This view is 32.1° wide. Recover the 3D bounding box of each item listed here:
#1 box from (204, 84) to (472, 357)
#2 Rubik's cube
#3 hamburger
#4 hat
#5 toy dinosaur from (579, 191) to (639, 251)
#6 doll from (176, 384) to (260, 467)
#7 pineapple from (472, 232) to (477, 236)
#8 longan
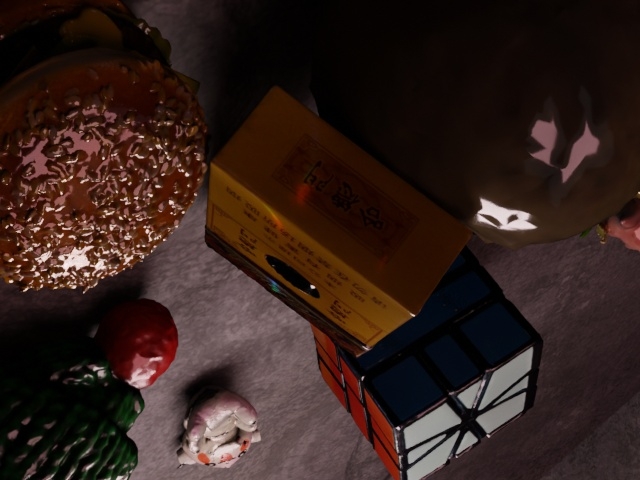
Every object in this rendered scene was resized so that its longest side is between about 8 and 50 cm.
[{"bbox_3d":[0.000,0.000,1.293,0.115,0.264,0.415,-54,180,-14],"label":"box"},{"bbox_3d":[0.171,0.194,1.848,0.288,0.283,0.293,-30,151,-15],"label":"Rubik's cube"},{"bbox_3d":[-0.247,-0.095,1.103,0.291,0.225,0.291,-28,145,-21],"label":"hamburger"},{"bbox_3d":[-0.327,0.206,1.469,0.332,0.242,0.274,-56,165,-18],"label":"hat"},{"bbox_3d":[0.578,-0.014,2.089,0.152,0.177,0.194,-37,147,-3],"label":"toy dinosaur"},{"bbox_3d":[-0.174,0.311,1.838,0.149,0.095,0.192,-20,147,-16],"label":"doll"},{"bbox_3d":[0.212,-0.087,1.633,0.141,0.170,0.310,14,123,-39],"label":"pineapple"},{"bbox_3d":[0.196,-0.206,1.221,0.404,0.436,0.404,-5,101,-24],"label":"longan"}]
